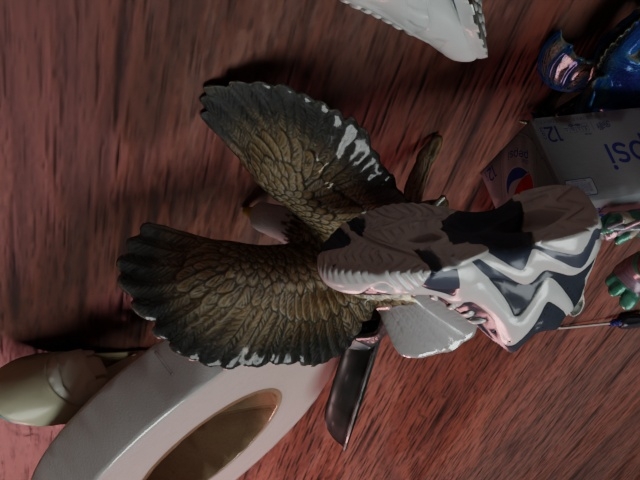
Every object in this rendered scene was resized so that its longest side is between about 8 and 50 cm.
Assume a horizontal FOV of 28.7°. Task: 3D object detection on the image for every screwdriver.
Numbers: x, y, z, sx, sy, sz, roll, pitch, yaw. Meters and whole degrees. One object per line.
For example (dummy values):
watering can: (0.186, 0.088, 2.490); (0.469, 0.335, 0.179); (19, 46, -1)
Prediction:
screwdriver: (0.423, 0.128, 1.877); (0.170, 0.025, 0.024); (-7, 149, -30)

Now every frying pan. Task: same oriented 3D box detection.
frying pan: (0.044, 0.146, 1.428); (0.053, 0.197, 0.326); (17, 175, 5)

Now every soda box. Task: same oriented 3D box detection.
soda box: (0.300, -0.064, 1.178); (0.286, 0.091, 0.098); (-8, 155, -29)

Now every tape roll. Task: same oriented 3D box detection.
tape roll: (-0.145, 0.210, 1.408); (0.392, 0.072, 0.392); (-35, 160, -15)

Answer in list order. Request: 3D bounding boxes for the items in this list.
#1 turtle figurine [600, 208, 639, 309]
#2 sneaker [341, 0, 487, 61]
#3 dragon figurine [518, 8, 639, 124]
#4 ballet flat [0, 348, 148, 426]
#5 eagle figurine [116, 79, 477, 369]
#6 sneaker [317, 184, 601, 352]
turtle figurine: (0.336, 0.028, 1.117); (0.118, 0.175, 0.234); (-37, 167, -8)
sneaker: (0.063, -0.203, 0.956); (0.095, 0.090, 0.235); (-18, 152, 19)
dragon figurine: (0.261, -0.156, 1.173); (0.144, 0.085, 0.289); (-22, 154, -5)
ballet flat: (-0.240, 0.146, 1.333); (0.086, 0.086, 0.248); (-37, 159, 25)
eagle figurine: (-0.009, 0.000, 1.139); (0.225, 0.226, 0.298); (-15, 165, 32)
sneaker: (0.122, 0.043, 1.071); (0.235, 0.094, 0.153); (-13, 131, -2)
